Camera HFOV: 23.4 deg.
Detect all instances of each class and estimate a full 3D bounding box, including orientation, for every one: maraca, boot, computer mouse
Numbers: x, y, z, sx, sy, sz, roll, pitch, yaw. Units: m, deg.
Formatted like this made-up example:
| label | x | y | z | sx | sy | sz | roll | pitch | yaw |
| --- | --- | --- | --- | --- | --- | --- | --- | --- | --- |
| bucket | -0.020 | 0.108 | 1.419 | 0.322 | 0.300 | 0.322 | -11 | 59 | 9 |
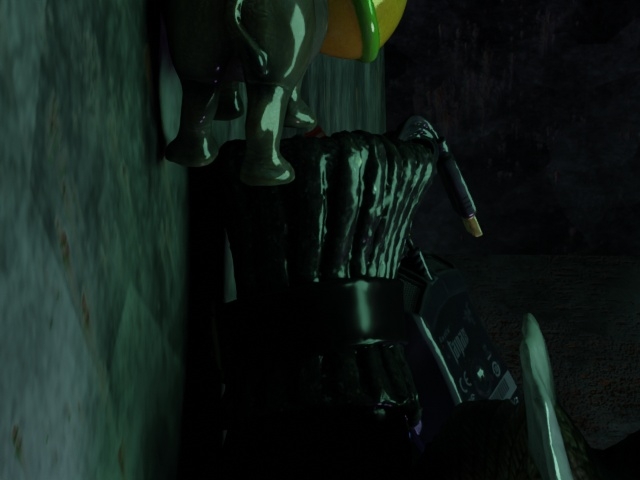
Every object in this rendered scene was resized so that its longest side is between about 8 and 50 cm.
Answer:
| label | x | y | z | sx | sy | sz | roll | pitch | yaw |
| --- | --- | --- | --- | --- | --- | --- | --- | --- | --- |
| maraca | -0.004 | -0.199 | 0.991 | 0.127 | 0.099 | 0.186 | 104 | -37 | -73 |
| boot | 0.000 | 0.074 | 0.771 | 0.348 | 0.131 | 0.260 | -137 | -126 | -82 |
| computer mouse | 0.078 | 0.046 | 1.056 | 0.262 | 0.060 | 0.184 | 61 | 31 | -16 |

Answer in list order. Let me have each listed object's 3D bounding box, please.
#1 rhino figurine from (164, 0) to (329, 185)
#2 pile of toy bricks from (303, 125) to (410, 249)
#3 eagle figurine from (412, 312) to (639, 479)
| label | x | y | z | sx | sy | sz | roll | pitch | yaw |
| --- | --- | --- | --- | --- | --- | --- | --- | --- | --- |
| rhino figurine | -0.031 | -0.110 | 0.768 | 0.243 | 0.073 | 0.106 | -81 | 173 | -72 |
| pile of toy bricks | 0.000 | 0.000 | 1.148 | 0.105 | 0.118 | 0.212 | 60 | 3 | 35 |
| eagle figurine | 0.125 | 0.179 | 0.766 | 0.225 | 0.298 | 0.226 | 53 | 29 | 16 |
